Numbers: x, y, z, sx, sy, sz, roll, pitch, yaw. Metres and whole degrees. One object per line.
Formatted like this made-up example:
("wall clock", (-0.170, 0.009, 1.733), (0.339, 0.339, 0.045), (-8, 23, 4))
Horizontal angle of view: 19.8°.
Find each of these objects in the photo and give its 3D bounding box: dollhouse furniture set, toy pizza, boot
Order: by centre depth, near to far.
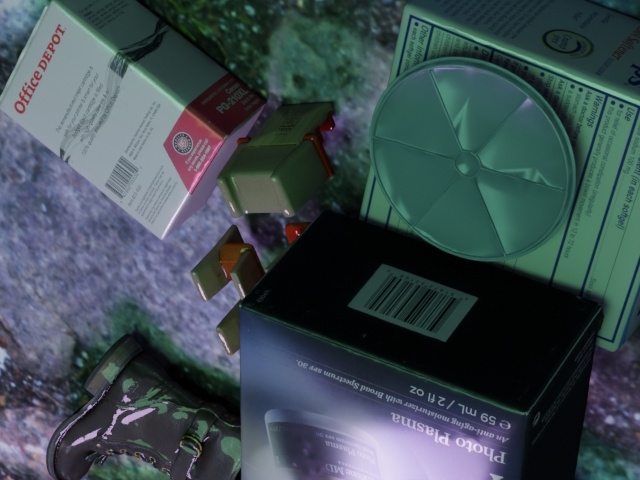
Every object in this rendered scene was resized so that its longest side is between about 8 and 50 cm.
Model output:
("toy pizza", (0.138, -0.075, 1.655), (0.201, 0.032, 0.201), (14, 121, 23))
("dollhouse furniture set", (0.000, 0.000, 1.929), (0.262, 0.135, 0.259), (-1, 126, 34))
("boot", (-0.196, 0.258, 2.194), (0.229, 0.091, 0.263), (37, 127, 8))

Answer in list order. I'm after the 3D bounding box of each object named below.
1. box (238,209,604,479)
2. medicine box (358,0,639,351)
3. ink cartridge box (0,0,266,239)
("box", (0.088, 0.173, 1.748), (0.296, 0.183, 0.294), (19, 132, 22))
("medicine box", (0.208, -0.084, 1.726), (0.289, 0.149, 0.263), (24, 126, 17))
("ink cartridge box", (-0.204, -0.145, 1.964), (0.237, 0.100, 0.172), (39, 129, 5))
